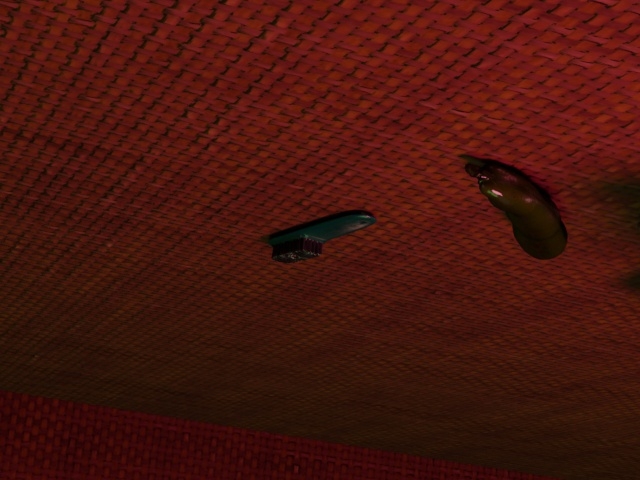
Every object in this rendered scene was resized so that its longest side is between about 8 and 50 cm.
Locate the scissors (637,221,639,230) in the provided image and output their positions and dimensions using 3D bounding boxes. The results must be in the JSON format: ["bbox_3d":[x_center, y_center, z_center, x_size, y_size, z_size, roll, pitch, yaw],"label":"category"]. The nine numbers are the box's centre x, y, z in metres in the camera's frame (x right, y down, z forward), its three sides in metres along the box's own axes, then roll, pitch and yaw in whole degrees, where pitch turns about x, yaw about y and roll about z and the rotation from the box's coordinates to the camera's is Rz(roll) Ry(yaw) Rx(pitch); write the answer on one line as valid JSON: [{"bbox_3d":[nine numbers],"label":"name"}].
[{"bbox_3d":[0.428,-0.008,1.607,0.189,0.015,0.100,9,161,-15],"label":"scissors"}]

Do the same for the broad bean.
[{"bbox_3d":[0.212,-0.025,1.567,0.065,0.046,0.254,6,164,25],"label":"broad bean"}]

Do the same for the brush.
[{"bbox_3d":[0.000,0.000,1.757,0.043,0.032,0.193,16,163,-31],"label":"brush"}]
